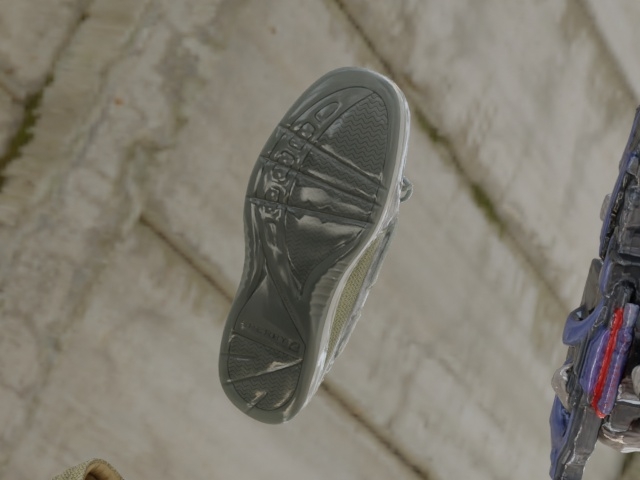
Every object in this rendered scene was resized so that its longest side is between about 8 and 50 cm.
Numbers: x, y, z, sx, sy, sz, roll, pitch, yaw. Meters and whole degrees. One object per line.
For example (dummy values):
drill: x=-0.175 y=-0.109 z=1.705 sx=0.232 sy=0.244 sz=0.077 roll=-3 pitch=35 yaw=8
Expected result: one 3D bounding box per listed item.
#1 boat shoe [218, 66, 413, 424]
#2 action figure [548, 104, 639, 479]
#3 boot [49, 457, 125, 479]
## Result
boat shoe: x=0.002 y=0.002 z=1.185 sx=0.103 sy=0.118 sz=0.320 roll=-30 pitch=-41 yaw=-60
action figure: x=0.290 y=0.025 z=1.084 sx=0.330 sy=0.178 sz=0.341 roll=-60 pitch=-18 yaw=-59
boot: x=-0.171 y=0.287 z=0.961 sx=0.262 sy=0.203 sz=0.095 roll=67 pitch=-155 yaw=-2
